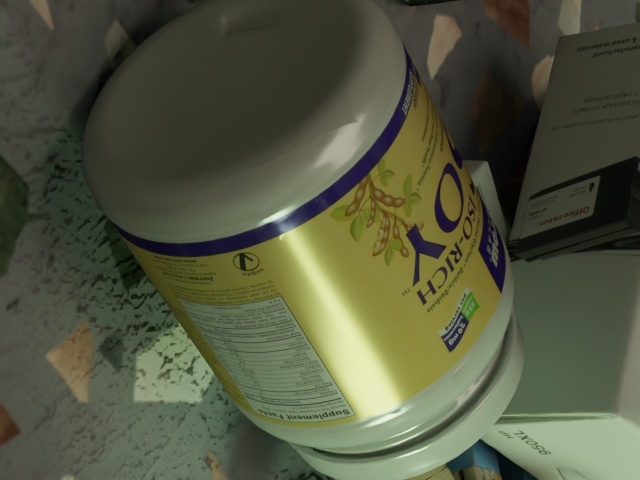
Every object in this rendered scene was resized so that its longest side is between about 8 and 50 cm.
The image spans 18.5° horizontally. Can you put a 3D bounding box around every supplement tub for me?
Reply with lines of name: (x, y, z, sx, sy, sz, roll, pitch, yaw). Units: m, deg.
supplement tub: (0.000, 0.000, 1.438, 0.241, 0.241, 0.331, -60, 138, -31)

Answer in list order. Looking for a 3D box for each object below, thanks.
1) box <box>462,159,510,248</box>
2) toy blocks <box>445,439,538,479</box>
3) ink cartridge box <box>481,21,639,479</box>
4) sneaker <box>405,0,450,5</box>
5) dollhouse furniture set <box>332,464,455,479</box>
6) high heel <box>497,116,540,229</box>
box: (0.098, -0.005, 1.708, 0.101, 0.087, 0.102, -48, 131, -41)
toy blocks: (0.180, 0.299, 1.774, 0.381, 0.191, 0.261, 27, 47, -52)
ink cartridge box: (0.312, 0.042, 1.765, 0.285, 0.166, 0.395, 36, 60, -38)
sneaker: (0.139, -0.277, 1.744, 0.262, 0.099, 0.121, -22, 104, -60)
dollhouse furniture set: (-0.002, 0.205, 1.594, 0.184, 0.129, 0.129, -36, 127, -11)
high heel: (0.300, 0.030, 1.962, 0.181, 0.127, 0.377, -50, 131, -34)
